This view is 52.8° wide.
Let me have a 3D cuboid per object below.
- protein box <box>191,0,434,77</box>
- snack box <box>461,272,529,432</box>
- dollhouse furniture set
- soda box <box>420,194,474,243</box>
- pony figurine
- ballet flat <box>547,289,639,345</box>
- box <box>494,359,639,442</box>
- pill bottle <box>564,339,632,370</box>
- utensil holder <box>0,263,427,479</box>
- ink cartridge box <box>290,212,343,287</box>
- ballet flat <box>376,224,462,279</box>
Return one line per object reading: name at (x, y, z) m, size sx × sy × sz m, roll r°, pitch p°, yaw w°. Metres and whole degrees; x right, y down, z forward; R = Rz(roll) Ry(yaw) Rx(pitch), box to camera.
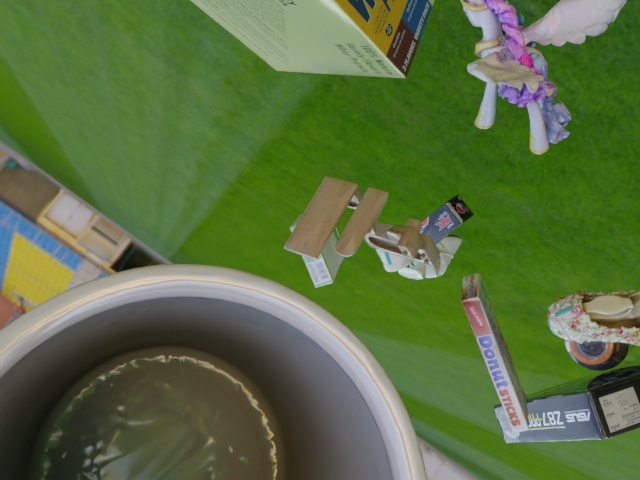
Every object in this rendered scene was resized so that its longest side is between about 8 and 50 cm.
protein box at (-0.012, -0.288, 0.701) m, size 0.201 × 0.135 × 0.200 m, roll 15°, pitch 172°, yaw 39°
snack box at (0.201, 0.129, 0.738) m, size 0.178 × 0.022 × 0.064 m, roll 66°, pitch -158°, yaw -15°
dollhouse furniture set at (0.064, 0.014, 0.923) m, size 0.144 × 0.123 × 0.151 m, roll 18°, pitch 159°, yaw 35°
soda box at (0.253, -0.029, 1.411) m, size 0.060 × 0.053 × 0.169 m, roll 53°, pitch 139°, yaw 7°
pony figurine at (0.407, -0.362, 1.315) m, size 0.351 × 0.303 × 0.363 m, roll 44°, pitch 166°, yaw 50°
ballet flat at (0.453, 0.110, 0.965) m, size 0.241 × 0.091 × 0.077 m, roll -3°, pitch 149°, yaw -23°
box at (0.604, 0.312, 1.306) m, size 0.318 × 0.395 × 0.097 m, roll 139°, pitch 119°, yaw -66°
pill bottle at (0.617, 0.214, 1.422) m, size 0.131 × 0.130 × 0.246 m, roll 28°, pitch -166°, yaw 30°
utensil holder at (-0.134, 0.215, 0.557) m, size 0.328 × 0.327 × 0.385 m, roll 36°, pitch 160°, yaw -5°
ink cartridge box at (0.000, 0.000, 1.675) m, size 0.235 × 0.056 × 0.171 m, roll -62°, pitch -49°, yaw -70°
ballet flat at (0.267, 0.042, 1.724) m, size 0.139 × 0.139 × 0.400 m, roll 27°, pitch -168°, yaw 34°
